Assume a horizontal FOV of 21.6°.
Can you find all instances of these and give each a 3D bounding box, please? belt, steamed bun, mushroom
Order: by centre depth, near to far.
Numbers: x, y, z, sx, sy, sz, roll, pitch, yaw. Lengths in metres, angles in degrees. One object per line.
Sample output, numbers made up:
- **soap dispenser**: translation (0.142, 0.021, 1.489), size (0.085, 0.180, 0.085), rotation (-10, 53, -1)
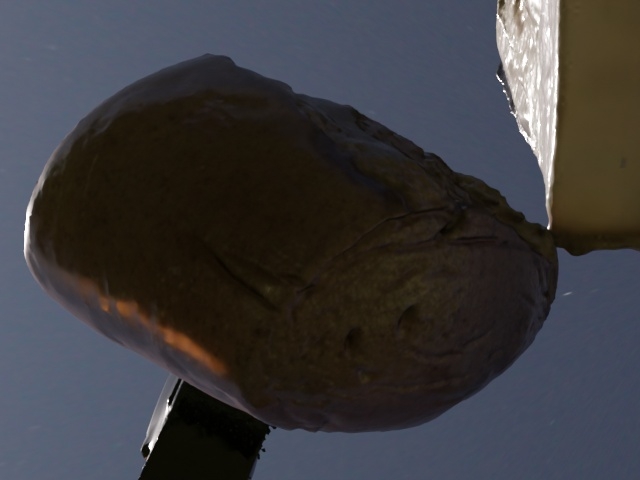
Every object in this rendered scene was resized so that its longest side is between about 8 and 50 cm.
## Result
- **steamed bun**: translation (0.000, 0.000, 0.596), size (0.145, 0.175, 0.106), rotation (26, -74, 35)
- **mushroom**: translation (0.175, -0.125, 0.829), size (0.162, 0.236, 0.173), rotation (1, -60, -4)
- **belt**: translation (-0.064, 0.106, 1.084), size (0.078, 0.198, 0.151), rotation (22, -44, -2)
